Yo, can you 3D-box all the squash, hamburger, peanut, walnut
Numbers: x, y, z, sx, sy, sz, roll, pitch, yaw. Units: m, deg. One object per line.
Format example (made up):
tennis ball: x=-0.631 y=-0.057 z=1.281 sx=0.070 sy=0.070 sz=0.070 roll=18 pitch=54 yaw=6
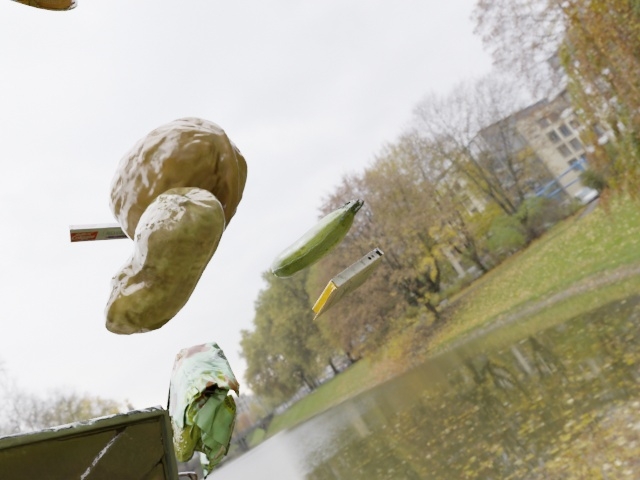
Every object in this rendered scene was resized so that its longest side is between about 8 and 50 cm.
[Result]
squash: x=0.000 y=0.000 z=1.664 sx=0.341 sy=0.094 sz=0.094 roll=-39 pitch=-13 yaw=4
hamburger: x=-0.217 y=0.321 z=1.050 sx=0.125 sy=0.214 sz=0.235 roll=10 pitch=-72 yaw=-15
peanut: x=-0.240 y=0.031 z=0.879 sx=0.253 sy=0.122 sz=0.137 roll=-63 pitch=-21 yaw=-1
walnut: x=-0.247 y=-0.098 z=1.037 sx=0.257 sy=0.257 sz=0.224 roll=-37 pitch=-21 yaw=23

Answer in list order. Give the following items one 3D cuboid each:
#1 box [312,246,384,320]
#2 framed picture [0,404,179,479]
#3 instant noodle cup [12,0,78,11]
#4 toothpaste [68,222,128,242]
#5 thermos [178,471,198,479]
box: x=0.069 y=0.111 z=1.530 sx=0.247 sy=0.033 sz=0.129 roll=-30 pitch=-22 yaw=-46
framed picture: x=-0.238 y=0.283 z=0.517 sx=0.024 sy=0.232 sz=0.315 roll=-21 pitch=-17 yaw=28
instant noodle cup: x=-0.601 y=-0.607 z=1.203 sx=0.216 sy=0.216 sz=0.172 roll=-17 pitch=-36 yaw=-50
toothpaste: x=-0.550 y=-0.021 z=1.513 sx=0.196 sy=0.040 sz=0.047 roll=-4 pitch=-67 yaw=-24
thermos: x=-0.288 y=0.505 z=1.090 sx=0.232 sy=0.124 sz=0.099 roll=-3 pitch=-17 yaw=-2
